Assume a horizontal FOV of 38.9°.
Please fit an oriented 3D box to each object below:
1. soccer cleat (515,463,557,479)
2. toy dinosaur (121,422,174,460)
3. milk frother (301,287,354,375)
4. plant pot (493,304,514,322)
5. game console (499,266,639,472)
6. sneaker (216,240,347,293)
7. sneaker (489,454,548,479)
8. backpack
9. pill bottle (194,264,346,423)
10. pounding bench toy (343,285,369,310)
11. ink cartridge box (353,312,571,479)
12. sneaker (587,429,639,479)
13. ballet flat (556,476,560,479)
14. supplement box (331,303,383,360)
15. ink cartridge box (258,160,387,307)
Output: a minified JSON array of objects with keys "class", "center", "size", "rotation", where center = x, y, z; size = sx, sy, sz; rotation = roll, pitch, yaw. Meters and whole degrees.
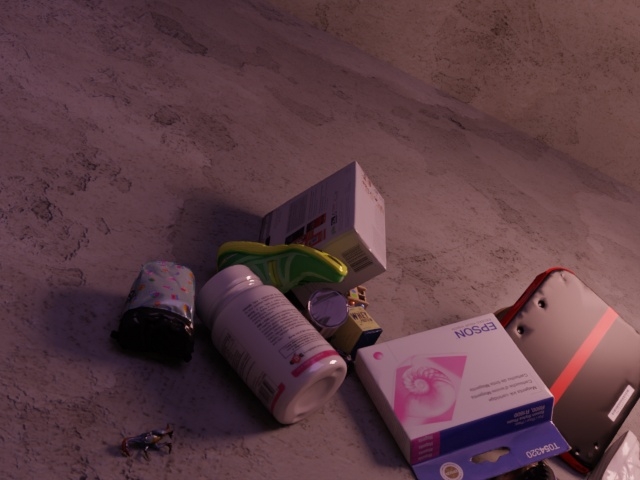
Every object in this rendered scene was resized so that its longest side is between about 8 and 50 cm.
[{"class":"soccer cleat","center":[0.368,0.499,1.466],"size":[0.116,0.109,0.318],"rotation":[42,26,-14]},{"class":"toy dinosaur","center":[-0.277,0.322,1.443],"size":[0.082,0.047,0.090],"rotation":[7,2,-18]},{"class":"milk frother","center":[0.021,0.186,1.786],"size":[0.143,0.134,0.129],"rotation":[22,62,-4]},{"class":"plant pot","center":[0.516,0.219,2.142],"size":[0.237,0.109,0.237],"rotation":[12,36,-9]},{"class":"game console","center":[0.549,0.270,2.013],"size":[0.342,0.060,0.386],"rotation":[44,58,4]},{"class":"sneaker","center":[-0.078,0.070,1.815],"size":[0.296,0.123,0.109],"rotation":[2,-12,29]},{"class":"sneaker","center":[0.392,0.450,1.765],"size":[0.071,0.066,0.188],"rotation":[41,32,18]},{"class":"backpack","center":[-0.287,0.122,1.647],"size":[0.152,0.115,0.182],"rotation":[18,29,-14]},{"class":"pill bottle","center":[-0.098,0.184,1.664],"size":[0.160,0.160,0.283],"rotation":[-11,48,-48]},{"class":"pounding bench toy","center":[0.056,0.130,1.986],"size":[0.083,0.052,0.065],"rotation":[19,31,-17]},{"class":"ink cartridge box","center":[0.279,0.308,1.778],"size":[0.324,0.071,0.330],"rotation":[-13,44,-21]},{"class":"sneaker","center":[0.630,0.522,1.829],"size":[0.169,0.108,0.292],"rotation":[37,40,10]},{"class":"ballet flat","center":[0.464,0.542,1.700],"size":[0.068,0.072,0.213],"rotation":[44,20,-34]},{"class":"supplement box","center":[0.069,0.190,1.872],"size":[0.056,0.083,0.083],"rotation":[-4,42,-45]},{"class":"ink cartridge box","center":[0.000,0.000,2.016],"size":[0.130,0.272,0.309],"rotation":[52,22,-24]}]
